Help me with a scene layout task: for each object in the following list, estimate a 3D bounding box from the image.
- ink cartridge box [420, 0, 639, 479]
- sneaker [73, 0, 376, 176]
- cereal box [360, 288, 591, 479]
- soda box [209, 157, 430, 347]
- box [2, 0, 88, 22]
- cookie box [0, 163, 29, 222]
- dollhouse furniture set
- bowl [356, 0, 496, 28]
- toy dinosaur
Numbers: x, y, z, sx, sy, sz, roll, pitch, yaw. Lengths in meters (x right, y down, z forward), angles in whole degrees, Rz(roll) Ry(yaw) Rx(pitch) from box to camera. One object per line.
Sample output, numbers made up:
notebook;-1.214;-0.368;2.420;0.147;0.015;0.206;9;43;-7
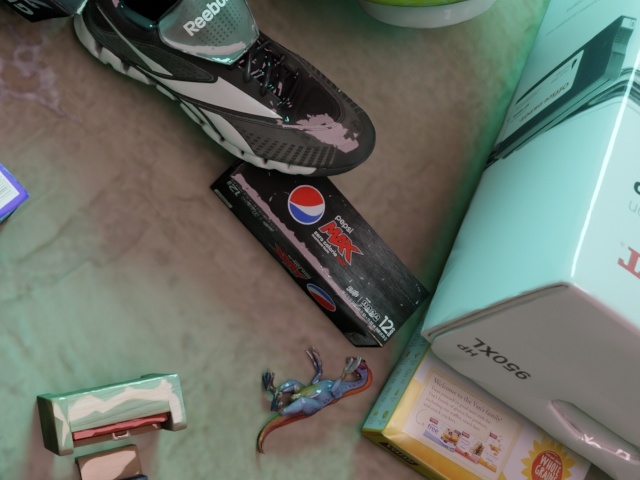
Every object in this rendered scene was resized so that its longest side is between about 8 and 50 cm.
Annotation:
ink cartridge box;0.285;-0.030;0.823;0.285;0.166;0.395;34;60;-15
sneaker;-0.065;-0.123;0.732;0.234;0.106;0.078;32;68;4
cereal box;0.159;0.092;0.865;0.173;0.047;0.240;36;71;-15
soda box;0.000;0.000;0.809;0.060;0.053;0.169;-46;101;-21
box;-0.192;-0.333;0.638;0.293;0.073;0.296;37;74;-34
cookie box;-0.235;-0.007;0.687;0.092;0.107;0.040;-43;101;-19
dollhouse furniture set;-0.167;0.164;0.683;0.183;0.129;0.129;-10;88;-22
bowl;0.074;-0.249;0.794;0.289;0.289;0.156;-30;138;-22
toy dinosaur;-0.002;0.111;0.815;0.082;0.047;0.090;10;114;-29
